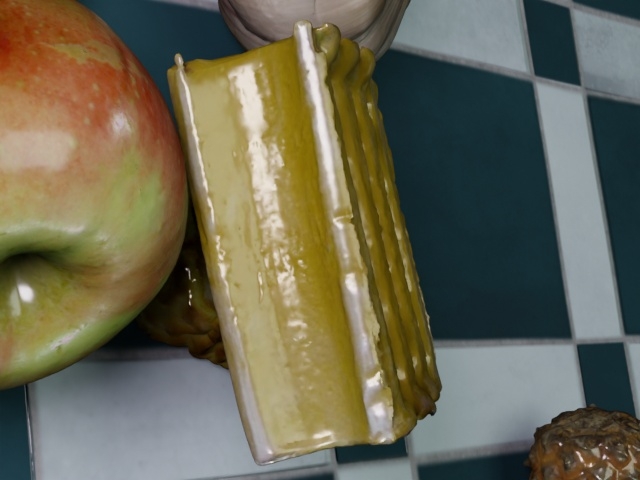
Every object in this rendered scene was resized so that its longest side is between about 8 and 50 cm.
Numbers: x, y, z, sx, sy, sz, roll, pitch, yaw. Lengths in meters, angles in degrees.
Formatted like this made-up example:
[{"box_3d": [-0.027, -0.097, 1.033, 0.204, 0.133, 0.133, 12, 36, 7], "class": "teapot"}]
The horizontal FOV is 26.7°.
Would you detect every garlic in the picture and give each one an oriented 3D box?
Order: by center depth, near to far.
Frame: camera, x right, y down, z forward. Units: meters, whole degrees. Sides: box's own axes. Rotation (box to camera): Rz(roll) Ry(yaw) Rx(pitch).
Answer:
[{"box_3d": [-0.010, -0.309, 1.389, 0.322, 0.241, 0.322, 37, 39, -39], "class": "garlic"}]

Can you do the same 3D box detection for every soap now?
[{"box_3d": [0.000, 0.000, 1.155, 0.293, 0.156, 0.335, -21, 98, -81], "class": "soap"}]

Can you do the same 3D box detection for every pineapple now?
[{"box_3d": [0.343, 0.383, 1.635, 0.175, 0.175, 0.361, -22, 109, -48], "class": "pineapple"}]

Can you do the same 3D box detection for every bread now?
[{"box_3d": [-0.080, 0.032, 1.319, 0.222, 0.096, 0.181, 21, 61, -41], "class": "bread"}]

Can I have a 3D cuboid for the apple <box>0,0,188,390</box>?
[{"box_3d": [-0.256, -0.048, 0.998, 0.319, 0.319, 0.277, 8, 41, -46], "class": "apple"}]
